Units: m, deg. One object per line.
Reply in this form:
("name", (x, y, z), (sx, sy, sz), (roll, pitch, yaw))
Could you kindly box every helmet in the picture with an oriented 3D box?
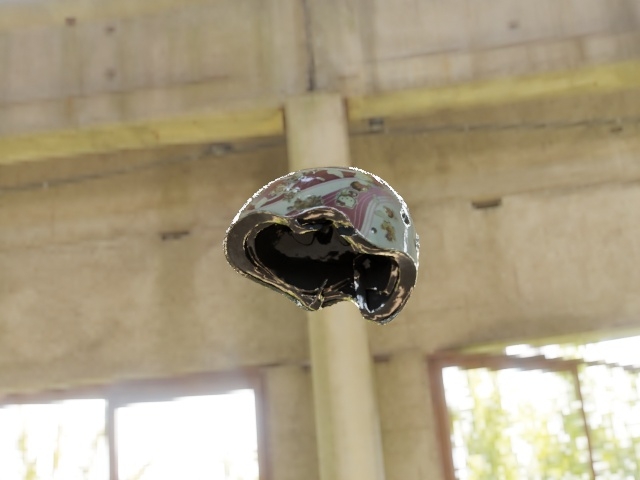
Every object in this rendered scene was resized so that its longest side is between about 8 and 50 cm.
("helmet", (0.011, -0.011, 1.308), (0.177, 0.107, 0.153), (12, -31, 15))
